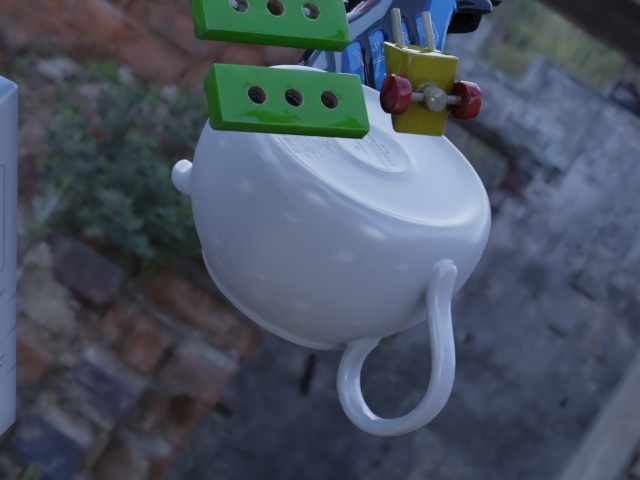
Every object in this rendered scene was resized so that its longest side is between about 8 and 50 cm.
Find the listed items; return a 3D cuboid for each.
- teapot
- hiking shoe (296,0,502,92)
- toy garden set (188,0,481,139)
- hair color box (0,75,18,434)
[{"bbox_3d":[0.000,0.000,1.316,0.252,0.187,0.256,27,27,-6],"label":"teapot"},{"bbox_3d":[0.050,-0.149,1.551,0.132,0.304,0.113,33,-14,-1],"label":"hiking shoe"},{"bbox_3d":[-0.003,-0.175,1.166,0.204,0.244,0.049,2,-24,-28],"label":"toy garden set"},{"bbox_3d":[-0.326,0.051,1.277,0.114,0.185,0.374,25,-45,16],"label":"hair color box"}]
